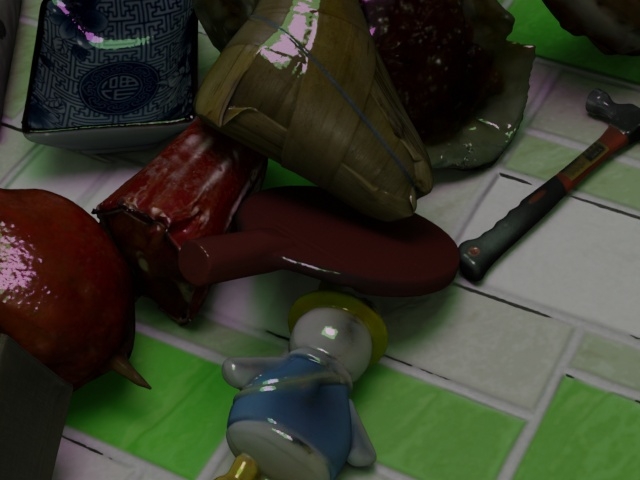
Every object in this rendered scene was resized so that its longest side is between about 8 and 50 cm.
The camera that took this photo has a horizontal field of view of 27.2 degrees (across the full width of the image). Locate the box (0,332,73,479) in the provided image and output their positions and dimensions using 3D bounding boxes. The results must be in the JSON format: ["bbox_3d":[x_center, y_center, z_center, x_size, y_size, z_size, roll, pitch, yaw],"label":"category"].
[{"bbox_3d":[-0.304,0.192,1.007,0.148,0.155,0.231,6,71,13],"label":"box"}]

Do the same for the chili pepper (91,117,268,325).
[{"bbox_3d":[-0.108,-0.045,1.270,0.136,0.144,0.253,-18,27,43],"label":"chili pepper"}]

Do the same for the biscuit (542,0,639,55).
[{"bbox_3d":[0.302,-0.323,1.418,0.268,0.115,0.366,54,34,1],"label":"biscuit"}]

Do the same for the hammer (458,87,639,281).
[{"bbox_3d":[0.235,-0.052,1.317,0.287,0.033,0.111,-38,54,-26],"label":"hammer"}]

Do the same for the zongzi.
[{"bbox_3d":[0.035,-0.167,1.224,0.228,0.115,0.256,30,79,-6],"label":"zongzi"}]

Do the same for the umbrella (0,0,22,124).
[{"bbox_3d":[-0.382,-0.210,1.489,0.073,0.067,0.337,-14,46,10],"label":"umbrella"}]

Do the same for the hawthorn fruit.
[{"bbox_3d":[-0.253,0.059,1.158,0.251,0.189,0.189,31,56,18],"label":"hawthorn fruit"}]

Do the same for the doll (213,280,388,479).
[{"bbox_3d":[-0.008,0.127,1.125,0.135,0.099,0.241,13,47,15],"label":"doll"}]

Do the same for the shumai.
[{"bbox_3d":[0.046,-0.194,1.371,0.329,0.292,0.289,-12,82,-2],"label":"shumai"}]

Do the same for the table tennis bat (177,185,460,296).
[{"bbox_3d":[0.000,0.000,1.187,0.200,0.038,0.310,31,27,36],"label":"table tennis bat"}]

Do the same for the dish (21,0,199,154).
[{"bbox_3d":[-0.217,-0.173,1.433,0.181,0.080,0.243,-4,45,0],"label":"dish"}]
